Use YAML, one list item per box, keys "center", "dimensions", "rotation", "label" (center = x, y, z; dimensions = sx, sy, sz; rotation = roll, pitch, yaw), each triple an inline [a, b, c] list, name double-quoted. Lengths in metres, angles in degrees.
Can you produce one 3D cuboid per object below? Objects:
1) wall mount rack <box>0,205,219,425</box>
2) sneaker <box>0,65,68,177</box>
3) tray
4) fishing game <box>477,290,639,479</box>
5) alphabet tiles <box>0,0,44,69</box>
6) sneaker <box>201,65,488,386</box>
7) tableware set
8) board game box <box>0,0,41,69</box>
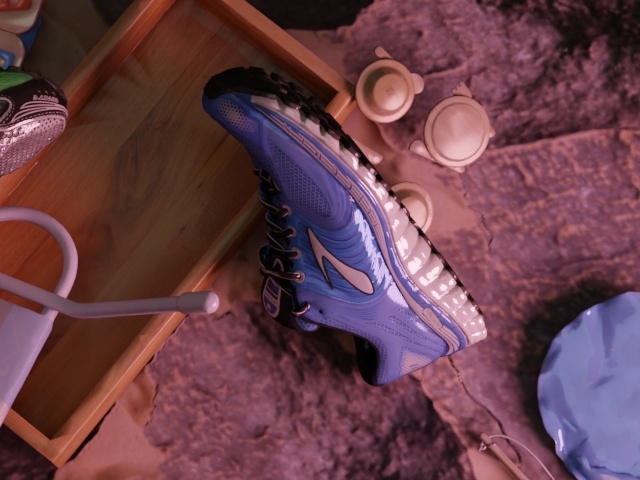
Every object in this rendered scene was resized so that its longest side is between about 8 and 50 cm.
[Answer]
- center: [-0.256, 0.107, 1.529]
  dimensions: [0.304, 0.130, 0.350]
  rotation: [20, 62, 10]
  label: "wall mount rack"
- center: [-0.307, 0.012, 1.463]
  dimensions: [0.146, 0.134, 0.343]
  rotation: [40, 78, 16]
  label: "sneaker"
- center: [-0.173, -0.028, 1.710]
  dimensions: [0.203, 0.076, 0.411]
  rotation: [38, 79, 6]
  label: "tray"
- center: [0.281, 0.137, 1.707]
  dimensions: [0.189, 0.041, 0.264]
  rotation: [42, 88, 7]
  label: "fishing game"
- center: [-0.393, -0.189, 1.733]
  dimensions: [0.278, 0.021, 0.284]
  rotation: [18, 88, 6]
  label: "alphabet tiles"
- center: [0.000, 0.000, 1.631]
  dimensions: [0.147, 0.130, 0.330]
  rotation: [-37, 115, 2]
  label: "sneaker"
- center: [0.064, -0.077, 1.714]
  dimensions: [0.141, 0.020, 0.168]
  rotation: [35, 85, -22]
  label: "tableware set"
- center: [-0.322, -0.170, 1.753]
  dimensions: [0.133, 0.033, 0.168]
  rotation: [22, 89, 6]
  label: "board game box"
